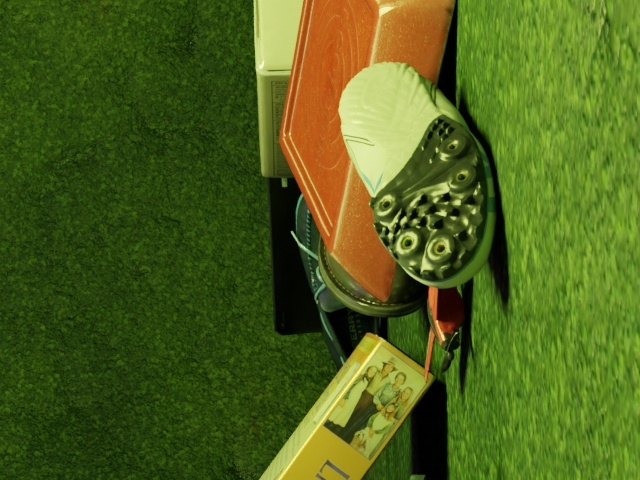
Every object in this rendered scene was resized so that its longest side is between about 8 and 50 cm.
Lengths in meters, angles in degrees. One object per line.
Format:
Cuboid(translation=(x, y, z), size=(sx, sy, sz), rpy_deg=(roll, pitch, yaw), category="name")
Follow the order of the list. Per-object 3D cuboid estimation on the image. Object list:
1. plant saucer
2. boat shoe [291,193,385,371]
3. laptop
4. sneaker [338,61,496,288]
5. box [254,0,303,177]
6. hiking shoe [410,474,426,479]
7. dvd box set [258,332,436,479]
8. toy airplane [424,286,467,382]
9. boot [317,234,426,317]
Cuboid(translation=(0.023, -0.123, 1.195), size=(0.259, 0.048, 0.258), rpy_deg=(-115, 32, -57), category="plant saucer")
Cuboid(translation=(0.041, 0.056, 1.790), size=(0.089, 0.109, 0.258), rpy_deg=(-116, 6, -67), category="boat shoe")
Cuboid(translation=(0.000, 0.000, 2.012), size=(0.264, 0.137, 0.234), rpy_deg=(-159, 67, -88), category="laptop")
Cuboid(translation=(0.071, -0.038, 0.975), size=(0.086, 0.085, 0.237), rpy_deg=(49, -168, -30), category="sneaker")
Cuboid(translation=(0.004, -0.171, 1.571), size=(0.311, 0.148, 0.121), rpy_deg=(99, 169, -73), category="box")
Cuboid(translation=(0.072, 0.309, 1.180), size=(0.304, 0.113, 0.132), rpy_deg=(95, -169, -55), category="hiking shoe")
Cuboid(translation=(-0.053, 0.267, 1.351), size=(0.420, 0.062, 0.307), rpy_deg=(-54, -1, -3), category="dvd box set")
Cuboid(translation=(0.087, 0.030, 1.086), size=(0.151, 0.028, 0.151), rpy_deg=(178, 90, -87), category="toy airplane")
Cuboid(translation=(0.047, -0.090, 1.310), size=(0.263, 0.091, 0.229), rpy_deg=(-102, 13, -45), category="boot")
